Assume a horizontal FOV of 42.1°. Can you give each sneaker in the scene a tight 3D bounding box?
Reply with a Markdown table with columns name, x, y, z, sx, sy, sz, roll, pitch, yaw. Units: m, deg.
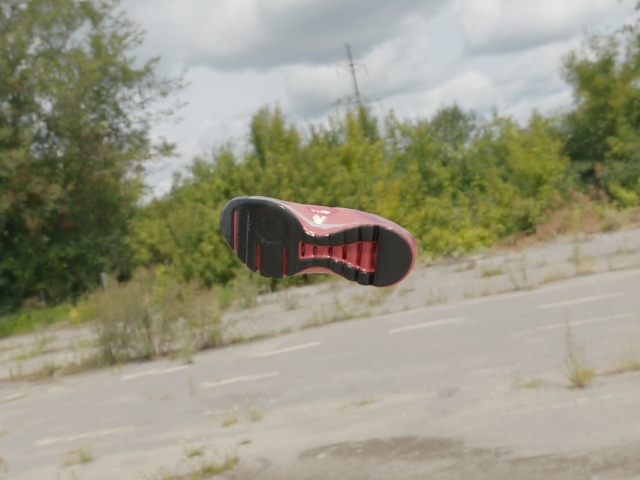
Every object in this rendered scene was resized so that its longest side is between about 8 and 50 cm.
| name | x | y | z | sx | sy | sz | roll | pitch | yaw |
| --- | --- | --- | --- | --- | --- | --- | --- | --- | --- |
| sneaker | 0.000 | 0.001 | 1.270 | 0.313 | 0.116 | 0.136 | 12 | 14 | 16 |
